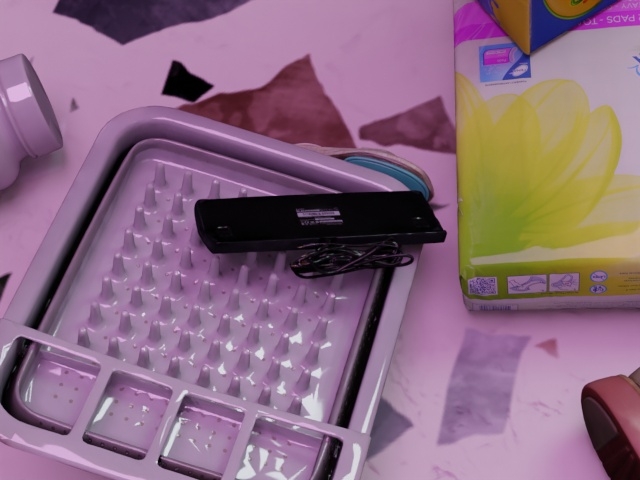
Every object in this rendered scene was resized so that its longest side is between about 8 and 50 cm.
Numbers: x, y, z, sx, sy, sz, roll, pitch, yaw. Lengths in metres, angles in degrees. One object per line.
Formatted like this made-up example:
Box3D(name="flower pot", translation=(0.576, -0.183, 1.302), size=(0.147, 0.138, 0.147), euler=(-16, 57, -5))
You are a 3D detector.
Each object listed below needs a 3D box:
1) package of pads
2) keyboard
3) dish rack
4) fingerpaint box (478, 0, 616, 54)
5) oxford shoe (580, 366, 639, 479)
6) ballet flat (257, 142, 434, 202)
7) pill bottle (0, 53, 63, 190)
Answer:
Box3D(name="package of pads", translation=(0.227, -0.087, 1.023), size=(0.229, 0.101, 0.297), euler=(-2, 64, 9))
Box3D(name="keyboard", translation=(0.000, 0.000, 0.969), size=(0.192, 0.038, 0.100), euler=(-3, 32, -11))
Box3D(name="dish rack", translation=(-0.083, 0.060, 0.964), size=(0.285, 0.072, 0.333), euler=(17, 54, 3))
Box3D(name="fingerpaint box", translation=(0.251, -0.394, 0.866), size=(0.371, 0.445, 0.163), euler=(-31, 61, -7))
Box3D(name="oxford shoe", translation=(0.321, 0.220, 0.850), size=(0.130, 0.123, 0.348), euler=(-24, 64, -9))
Box3D(name="ballet flat", translation=(0.018, -0.065, 1.072), size=(0.168, 0.057, 0.052), euler=(8, 37, 10))
Box3D(name="pill bottle", translation=(-0.346, -0.084, 1.096), size=(0.216, 0.121, 0.121), euler=(-23, 63, -2))
